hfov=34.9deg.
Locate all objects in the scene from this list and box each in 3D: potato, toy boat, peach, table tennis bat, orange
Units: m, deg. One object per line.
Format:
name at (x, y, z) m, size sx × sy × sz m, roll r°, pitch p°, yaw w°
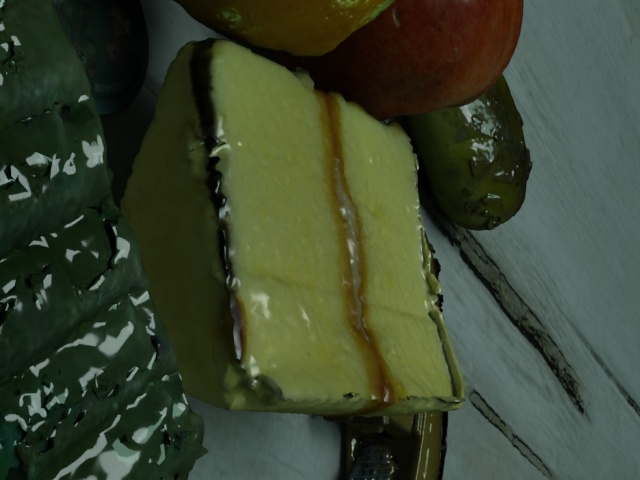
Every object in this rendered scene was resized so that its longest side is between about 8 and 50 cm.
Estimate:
potato at (0.159, -0.128, 1.111) m, size 0.149 × 0.113 × 0.251 m, roll -36°, pitch 117°, yaw -49°
toy boat at (0.056, 0.110, 0.942) m, size 0.121 × 0.089 × 0.321 m, roll 12°, pitch 77°, yaw -54°
peach at (0.057, -0.231, 0.861) m, size 0.232 × 0.232 × 0.257 m, roll -17°, pitch 103°, yaw -57°
table tennis bat at (-0.167, -0.183, 0.688) m, size 0.124 × 0.033 × 0.201 m, roll -38°, pitch 119°, yaw -61°
orange at (-0.052, -0.236, 0.687) m, size 0.179 × 0.237 × 0.158 m, roll -51°, pitch 157°, yaw 14°

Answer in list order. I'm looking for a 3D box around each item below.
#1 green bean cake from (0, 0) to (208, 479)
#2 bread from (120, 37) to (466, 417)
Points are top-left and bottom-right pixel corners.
green bean cake at (-0.190, 0.027, 0.430) m, size 0.132 × 0.241 × 0.255 m, roll -46°, pitch 124°, yaw -55°
bread at (0.000, 0.000, 0.720) m, size 0.263 × 0.198 × 0.236 m, roll 16°, pitch 87°, yaw -53°
